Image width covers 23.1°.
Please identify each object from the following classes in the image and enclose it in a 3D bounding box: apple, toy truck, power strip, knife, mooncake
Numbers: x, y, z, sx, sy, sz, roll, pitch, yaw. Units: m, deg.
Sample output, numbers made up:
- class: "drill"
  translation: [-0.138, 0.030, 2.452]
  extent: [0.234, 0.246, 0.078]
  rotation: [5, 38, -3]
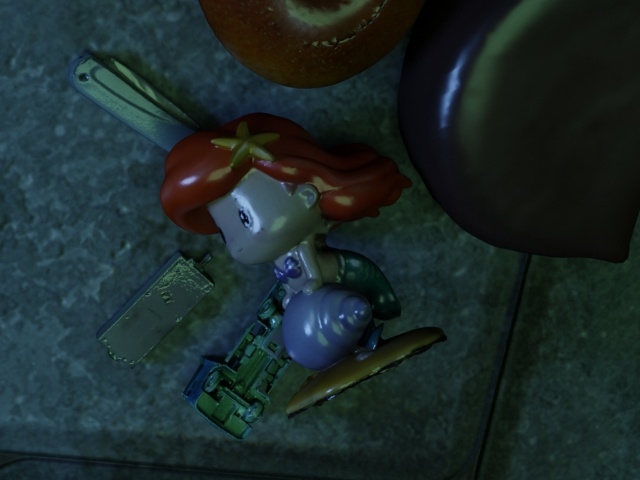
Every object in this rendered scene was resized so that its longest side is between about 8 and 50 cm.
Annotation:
- class: "apple"
  translation: [-0.003, -0.240, 1.304]
  extent: [0.210, 0.173, 0.235]
  rotation: [-8, 112, -7]
- class: "toy truck"
  translation: [-0.059, 0.099, 1.481]
  extent: [0.067, 0.081, 0.175]
  rotation: [39, 80, -21]
- class: "power strip"
  translation: [-0.149, 0.061, 1.468]
  extent: [0.051, 0.019, 0.136]
  rotation: [42, 98, -19]
- class: "knife"
  translation: [-0.152, -0.115, 1.402]
  extent: [0.162, 0.023, 0.044]
  rotation: [34, 96, -20]
- class: "mooncake"
  translation: [0.240, -0.149, 1.385]
  extent: [0.333, 0.174, 0.326]
  rotation: [5, 112, -16]

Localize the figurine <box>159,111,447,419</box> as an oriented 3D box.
- class: "figurine"
  translation: [-0.007, 0.004, 1.379]
  extent: [0.208, 0.181, 0.257]
  rotation: [-26, 87, -2]
